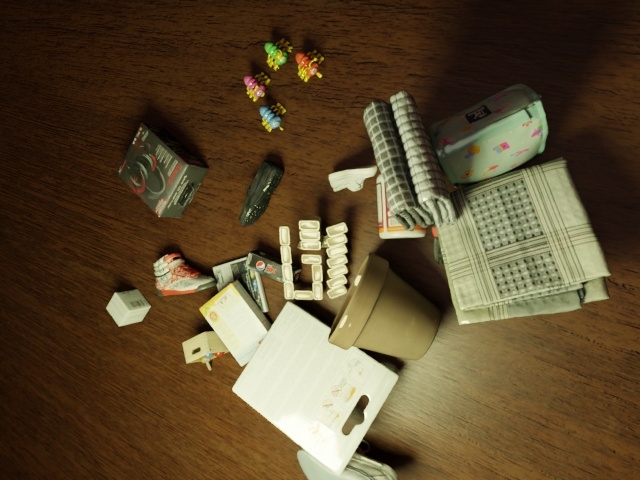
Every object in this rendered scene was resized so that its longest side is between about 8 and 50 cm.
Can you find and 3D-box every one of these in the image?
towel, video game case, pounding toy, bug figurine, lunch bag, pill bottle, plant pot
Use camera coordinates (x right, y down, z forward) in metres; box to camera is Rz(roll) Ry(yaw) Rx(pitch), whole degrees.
[{"bbox_3d":[0.191,-0.149,0.876,0.121,0.284,0.234,-19,75,18],"label":"towel"},{"bbox_3d":[-0.269,0.161,1.365,0.173,0.022,0.190,-17,85,25],"label":"video game case"},{"bbox_3d":[-0.382,0.377,1.380,0.141,0.130,0.100,-28,69,24],"label":"pounding toy"},{"bbox_3d":[-0.129,-0.483,1.239,0.216,0.072,0.279,45,110,17],"label":"bug figurine"},{"bbox_3d":[0.423,0.009,0.902,0.312,0.056,0.324,-17,75,23],"label":"towel"},{"bbox_3d":[0.368,-0.225,0.908,0.223,0.262,0.160,-22,83,22],"label":"lunch bag"},{"bbox_3d":[0.209,-0.117,1.069,0.121,0.121,0.221,-3,88,25],"label":"pill bottle"},{"bbox_3d":[0.174,0.194,1.058,0.229,0.263,0.263,26,104,2],"label":"plant pot"}]

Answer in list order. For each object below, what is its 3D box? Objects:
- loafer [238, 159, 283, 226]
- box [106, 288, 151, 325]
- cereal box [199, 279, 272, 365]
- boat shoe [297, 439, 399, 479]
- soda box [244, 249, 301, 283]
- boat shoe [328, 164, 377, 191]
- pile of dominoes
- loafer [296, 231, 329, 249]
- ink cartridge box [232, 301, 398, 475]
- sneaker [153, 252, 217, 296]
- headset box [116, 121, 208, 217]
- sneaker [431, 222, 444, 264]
[{"bbox_3d":[-0.199,-0.148,1.291,0.078,0.076,0.223,36,102,25],"label":"loafer"},{"bbox_3d":[-0.723,0.252,1.538,0.102,0.101,0.087,43,109,19],"label":"box"},{"bbox_3d":[-0.264,0.271,1.331,0.173,0.047,0.240,-37,89,24],"label":"cereal box"},{"bbox_3d":[0.082,0.641,1.168,0.367,0.157,0.135,-23,87,53],"label":"boat shoe"},{"bbox_3d":[-0.148,0.085,1.274,0.169,0.060,0.053,21,101,15],"label":"soda box"},{"bbox_3d":[0.089,-0.168,1.130,0.184,0.066,0.063,-3,105,49],"label":"boat shoe"},{"bbox_3d":[-0.015,0.055,1.191,0.196,0.040,0.251,1,111,9],"label":"pile of dominoes"},{"bbox_3d":[0.000,0.000,1.215,0.148,0.056,0.050,-6,89,15],"label":"loafer"},{"bbox_3d":[-0.017,0.405,1.171,0.385,0.091,0.308,30,83,19],"label":"ink cartridge box"},{"bbox_3d":[-0.480,0.112,1.418,0.270,0.090,0.144,-10,90,32],"label":"sneaker"},{"bbox_3d":[-0.545,-0.234,1.425,0.293,0.110,0.218,42,108,18],"label":"headset box"},{"bbox_3d":[0.406,0.033,1.000,0.276,0.098,0.135,11,97,26],"label":"sneaker"}]
